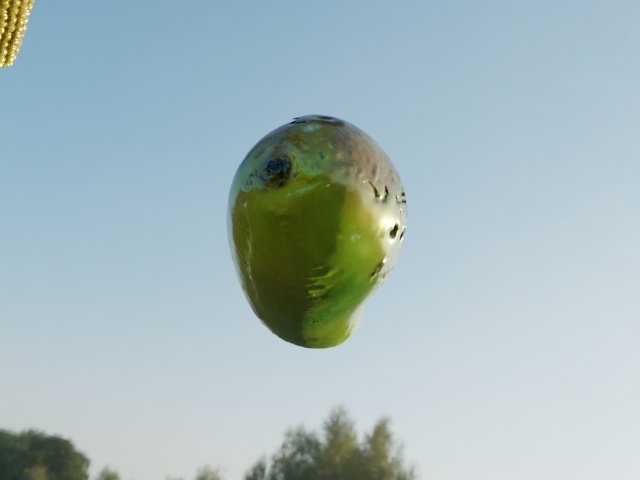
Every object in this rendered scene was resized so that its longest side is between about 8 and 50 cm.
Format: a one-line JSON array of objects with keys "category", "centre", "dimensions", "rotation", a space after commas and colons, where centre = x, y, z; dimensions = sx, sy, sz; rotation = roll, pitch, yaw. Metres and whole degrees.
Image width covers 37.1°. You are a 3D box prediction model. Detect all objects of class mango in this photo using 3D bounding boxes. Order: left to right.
[{"category": "mango", "centre": [0.000, 0.000, 0.655], "dimensions": [0.125, 0.111, 0.233], "rotation": [-19, -32, -3]}]

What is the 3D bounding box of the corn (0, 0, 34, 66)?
[{"category": "corn", "centre": [-0.347, -0.310, 1.035], "dimensions": [0.093, 0.244, 0.093], "rotation": [15, 23, -7]}]
